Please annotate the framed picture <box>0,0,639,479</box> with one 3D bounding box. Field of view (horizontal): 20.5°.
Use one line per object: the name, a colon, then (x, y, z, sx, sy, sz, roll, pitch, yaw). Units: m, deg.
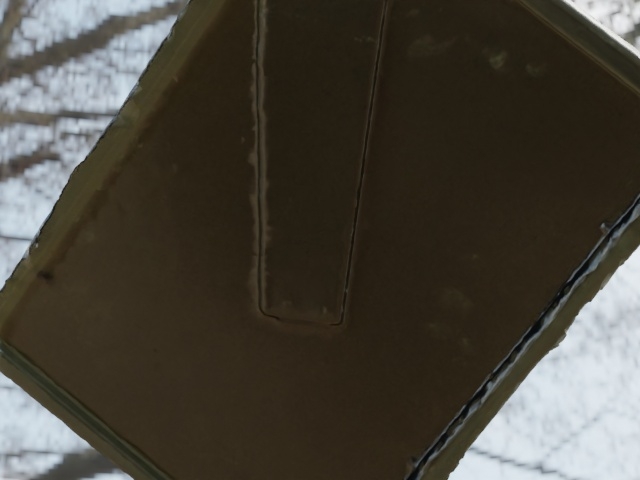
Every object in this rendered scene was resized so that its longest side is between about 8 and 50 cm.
framed picture: (0.000, 0.000, 0.720, 0.209, 0.019, 0.281, 40, -71, 6)
